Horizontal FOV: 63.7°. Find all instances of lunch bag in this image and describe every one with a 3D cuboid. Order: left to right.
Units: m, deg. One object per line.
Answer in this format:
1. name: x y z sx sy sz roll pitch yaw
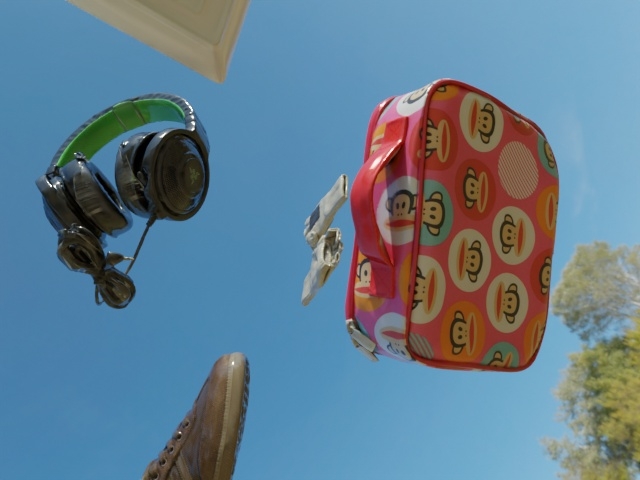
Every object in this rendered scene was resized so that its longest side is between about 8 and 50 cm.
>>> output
1. lunch bag: 0.134 -0.010 0.548 0.258 0.120 0.293 13 -99 -35

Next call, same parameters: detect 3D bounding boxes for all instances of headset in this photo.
1. headset: -0.281 -0.085 0.707 0.243 0.394 0.185 -19 -39 4

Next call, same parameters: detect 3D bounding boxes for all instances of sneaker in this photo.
1. sneaker: -0.097 0.169 0.358 0.071 0.066 0.189 11 -98 -3

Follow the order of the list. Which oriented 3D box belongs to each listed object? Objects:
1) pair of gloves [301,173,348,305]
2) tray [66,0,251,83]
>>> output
1. pair of gloves: 0.000 0.000 1.098 0.042 0.204 0.240 16 -124 -14
2. tray: -0.200 -0.297 0.555 0.270 0.030 0.145 23 -106 -30
